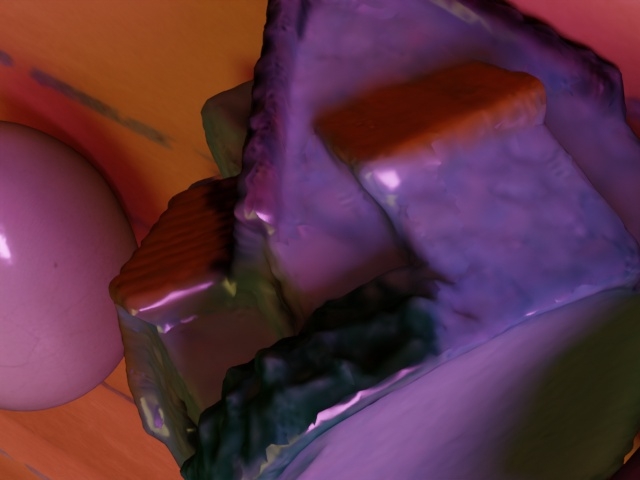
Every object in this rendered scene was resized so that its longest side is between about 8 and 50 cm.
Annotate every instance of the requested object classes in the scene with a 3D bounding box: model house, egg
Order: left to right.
[{"bbox_3d":[-0.186,0.013,1.185,0.151,0.151,0.209,24,150,31],"label":"egg"},{"bbox_3d":[0.000,0.000,0.852,0.249,0.230,0.280,56,162,23],"label":"model house"}]

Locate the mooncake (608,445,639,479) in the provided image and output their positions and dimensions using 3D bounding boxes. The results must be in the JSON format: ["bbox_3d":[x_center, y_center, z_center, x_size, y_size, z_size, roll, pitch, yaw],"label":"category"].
[{"bbox_3d":[0.263,0.161,0.658,0.381,0.212,0.351,18,127,30],"label":"mooncake"}]

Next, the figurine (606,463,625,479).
[{"bbox_3d":[0.156,0.155,0.994,0.157,0.114,0.126,59,-170,-19],"label":"figurine"}]

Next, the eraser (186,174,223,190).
[{"bbox_3d":[0.025,0.038,1.065,0.225,0.036,0.082,35,155,8],"label":"eraser"}]
